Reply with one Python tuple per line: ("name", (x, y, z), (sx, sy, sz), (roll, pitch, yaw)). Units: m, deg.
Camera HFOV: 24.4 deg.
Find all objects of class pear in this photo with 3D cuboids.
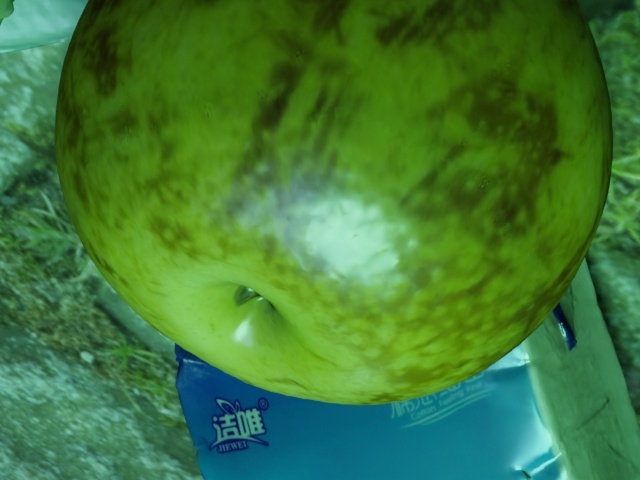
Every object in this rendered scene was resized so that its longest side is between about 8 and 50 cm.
("pear", (0.008, -0.058, 0.732), (0.281, 0.280, 0.280), (14, 139, 12))

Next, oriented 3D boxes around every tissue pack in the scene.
("tissue pack", (0.053, 0.114, 0.953), (0.270, 0.137, 0.209), (-13, 96, 37))

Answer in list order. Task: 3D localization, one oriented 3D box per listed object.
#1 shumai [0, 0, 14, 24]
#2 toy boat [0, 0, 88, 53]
("shumai", (-0.216, -0.194, 0.736), (0.256, 0.189, 0.218), (14, 132, 2))
("toy boat", (-0.208, -0.178, 0.871), (0.208, 0.079, 0.134), (-5, 131, 16))
